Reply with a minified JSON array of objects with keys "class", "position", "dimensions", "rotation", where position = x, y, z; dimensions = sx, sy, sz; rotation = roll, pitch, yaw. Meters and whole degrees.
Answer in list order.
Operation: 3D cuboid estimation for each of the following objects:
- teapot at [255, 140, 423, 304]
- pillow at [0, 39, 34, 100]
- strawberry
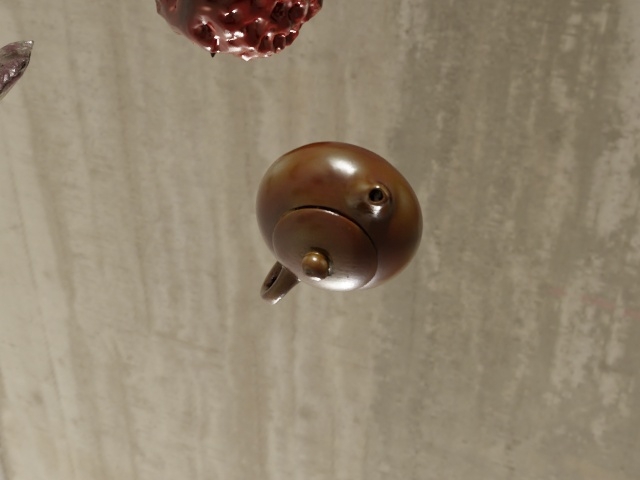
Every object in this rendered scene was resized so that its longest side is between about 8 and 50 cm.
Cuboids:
[{"class":"teapot","position":[0.000,0.000,0.979],"dimensions":[0.252,0.178,0.135],"rotation":[-45,10,43]},{"class":"pillow","position":[-0.408,-0.206,1.180],"dimensions":[0.118,0.043,0.185],"rotation":[-44,23,0]},{"class":"strawberry","position":[-0.111,-0.456,1.327],"dimensions":[0.345,0.295,0.317],"rotation":[119,161,-53]}]
